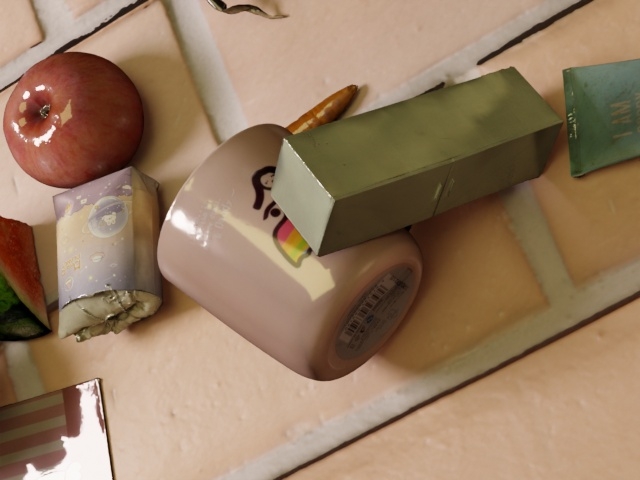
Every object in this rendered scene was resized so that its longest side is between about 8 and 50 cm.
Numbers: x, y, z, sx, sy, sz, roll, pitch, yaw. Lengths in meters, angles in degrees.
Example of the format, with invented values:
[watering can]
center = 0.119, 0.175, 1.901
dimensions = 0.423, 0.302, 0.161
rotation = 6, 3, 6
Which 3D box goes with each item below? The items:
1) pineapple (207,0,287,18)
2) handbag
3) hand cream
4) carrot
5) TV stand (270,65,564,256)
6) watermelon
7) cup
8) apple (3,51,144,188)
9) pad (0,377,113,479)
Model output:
[pineapple]
center = -0.089, -0.374, 1.923
dimensions = 0.272, 0.262, 0.262
rotation = -47, 59, 35
[handbag]
center = -0.223, 0.021, 1.937
dimensions = 0.117, 0.095, 0.173
rotation = -19, 61, 27
[hand cream]
center = 0.367, -0.142, 1.692
dimensions = 0.312, 0.070, 0.111
rotation = -12, 75, 28
[carrot]
center = -0.042, -0.089, 1.899
dimensions = 0.216, 0.048, 0.048
rotation = -44, 62, 5
[TV stand]
center = 0.092, -0.076, 1.708
dimensions = 0.088, 0.269, 0.083
rotation = 52, 147, 30
[watermelon]
center = -0.383, 0.022, 1.983
dimensions = 0.193, 0.145, 0.137
rotation = 21, 82, 29
[cup]
center = 0.000, 0.000, 1.789
dimensions = 0.200, 0.191, 0.253
rotation = 37, 62, 25
[apple]
center = -0.270, -0.130, 1.977
dimensions = 0.153, 0.120, 0.153
rotation = -6, 75, 25
[pad]
center = -0.299, 0.313, 1.943
dimensions = 0.202, 0.005, 0.300
rotation = -18, 70, 22
